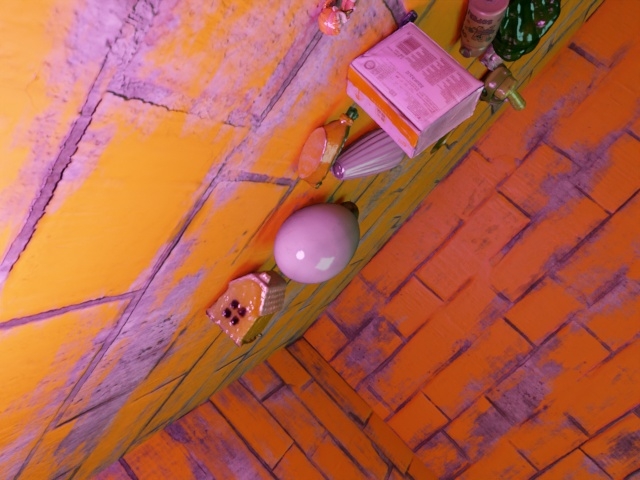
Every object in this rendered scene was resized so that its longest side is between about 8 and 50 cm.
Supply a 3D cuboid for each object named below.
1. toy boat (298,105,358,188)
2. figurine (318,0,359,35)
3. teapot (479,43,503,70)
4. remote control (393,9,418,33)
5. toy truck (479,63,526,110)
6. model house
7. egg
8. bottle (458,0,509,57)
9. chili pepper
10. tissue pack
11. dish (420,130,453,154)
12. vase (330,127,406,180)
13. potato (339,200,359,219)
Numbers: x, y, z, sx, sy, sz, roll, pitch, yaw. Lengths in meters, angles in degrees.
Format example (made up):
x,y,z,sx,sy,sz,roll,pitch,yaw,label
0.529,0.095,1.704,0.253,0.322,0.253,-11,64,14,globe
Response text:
x,y,z,sx,sy,sz,roll,pitch,yaw,label
0.014,-0.215,1.018,0.088,0.089,0.229,-12,143,-43,toy boat
0.037,-0.381,0.697,0.109,0.047,0.064,-52,161,-12,figurine
0.665,-0.716,1.535,0.200,0.077,0.107,-52,162,24,teapot
0.176,-0.461,0.940,0.096,0.014,0.039,-51,165,25,remote control
0.782,-0.655,1.839,0.148,0.210,0.187,-49,148,13,toy truck
-0.210,0.197,1.375,0.234,0.174,0.193,-45,167,12,model house
0.000,0.000,1.311,0.230,0.230,0.371,-54,170,31,egg
0.438,-0.588,1.176,0.110,0.097,0.209,-48,167,-3,bottle
0.626,-0.693,1.290,0.213,0.167,0.385,-48,165,3,chili pepper
0.196,-0.322,0.921,0.185,0.225,0.124,-37,163,-8,tissue pack
0.431,-0.414,1.654,0.262,0.108,0.221,-34,161,-42,dish
0.138,-0.246,1.245,0.248,0.128,0.128,-28,160,-29,vase
0.055,-0.048,1.603,0.149,0.113,0.251,-7,131,-58,potato
